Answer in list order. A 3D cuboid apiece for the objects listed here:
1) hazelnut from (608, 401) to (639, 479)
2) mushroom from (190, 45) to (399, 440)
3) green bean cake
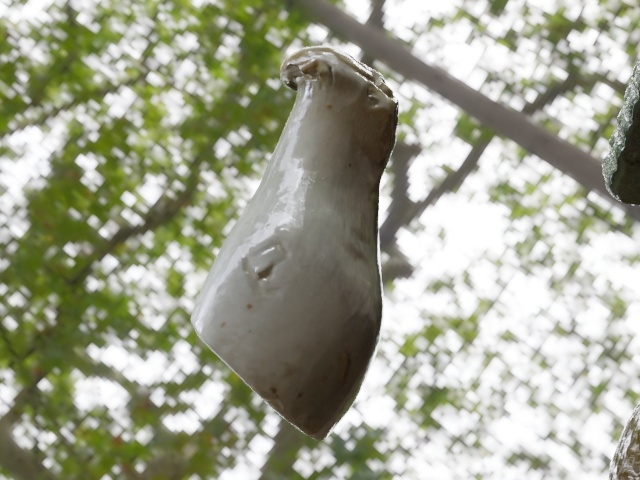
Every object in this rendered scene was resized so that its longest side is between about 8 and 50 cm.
[{"bbox_3d":[0.350,0.181,0.909,0.359,0.409,0.359,-4,-84,-47],"label":"hazelnut"},{"bbox_3d":[0.000,0.000,0.941,0.116,0.093,0.225,48,-125,-43],"label":"mushroom"},{"bbox_3d":[0.457,-0.126,2.101,0.094,0.185,0.183,-86,8,-68],"label":"green bean cake"}]
